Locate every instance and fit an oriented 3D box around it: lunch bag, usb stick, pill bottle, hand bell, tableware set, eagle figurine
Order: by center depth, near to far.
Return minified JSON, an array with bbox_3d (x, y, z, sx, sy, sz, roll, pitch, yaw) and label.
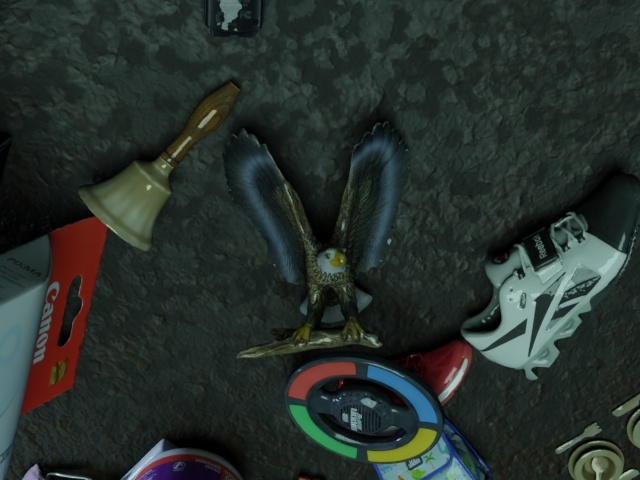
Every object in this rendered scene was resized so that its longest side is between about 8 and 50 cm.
[{"bbox_3d":[-0.102,-0.385,1.324,0.077,0.045,0.278,0,115,-8],"label":"usb stick"},{"bbox_3d":[-0.194,-0.116,1.436,0.126,0.126,0.242,40,96,-17],"label":"hand bell"},{"bbox_3d":[0.005,-0.001,1.454,0.226,0.225,0.298,-2,85,-42],"label":"eagle figurine"},{"bbox_3d":[-0.199,0.449,1.527,0.181,0.323,0.181,0,115,0],"label":"pill bottle"},{"bbox_3d":[0.163,0.343,1.647,0.129,0.096,0.151,-35,96,18],"label":"lunch bag"},{"bbox_3d":[0.469,0.320,1.660,0.194,0.039,0.128,-38,110,16],"label":"tableware set"}]

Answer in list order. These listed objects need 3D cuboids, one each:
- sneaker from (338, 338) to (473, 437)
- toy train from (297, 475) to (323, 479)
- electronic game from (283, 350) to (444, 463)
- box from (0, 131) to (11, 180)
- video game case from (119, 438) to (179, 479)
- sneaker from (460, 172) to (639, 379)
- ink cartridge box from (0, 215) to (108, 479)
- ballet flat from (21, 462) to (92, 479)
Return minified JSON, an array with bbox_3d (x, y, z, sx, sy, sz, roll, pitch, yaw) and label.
[{"bbox_3d":[0.107,0.197,1.573,0.128,0.087,0.221,38,112,-17],"label":"sneaker"},{"bbox_3d":[-0.009,0.448,1.695,0.125,0.046,0.166,-37,110,-10],"label":"toy train"},{"bbox_3d":[0.060,0.237,1.527,0.229,0.048,0.229,10,135,10],"label":"electronic game"},{"bbox_3d":[-0.700,0.042,1.364,0.472,0.297,0.480,18,107,-10],"label":"box"},{"bbox_3d":[-0.219,0.505,1.751,0.329,0.036,0.300,40,109,-16],"label":"video game case"},{"bbox_3d":[0.308,0.038,1.481,0.146,0.122,0.330,24,113,-13],"label":"sneaker"},{"bbox_3d":[-0.381,0.156,1.395,0.091,0.385,0.308,25,115,18],"label":"ink cartridge box"},{"bbox_3d":[-0.357,0.404,1.662,0.221,0.077,0.079,24,86,10],"label":"ballet flat"}]
